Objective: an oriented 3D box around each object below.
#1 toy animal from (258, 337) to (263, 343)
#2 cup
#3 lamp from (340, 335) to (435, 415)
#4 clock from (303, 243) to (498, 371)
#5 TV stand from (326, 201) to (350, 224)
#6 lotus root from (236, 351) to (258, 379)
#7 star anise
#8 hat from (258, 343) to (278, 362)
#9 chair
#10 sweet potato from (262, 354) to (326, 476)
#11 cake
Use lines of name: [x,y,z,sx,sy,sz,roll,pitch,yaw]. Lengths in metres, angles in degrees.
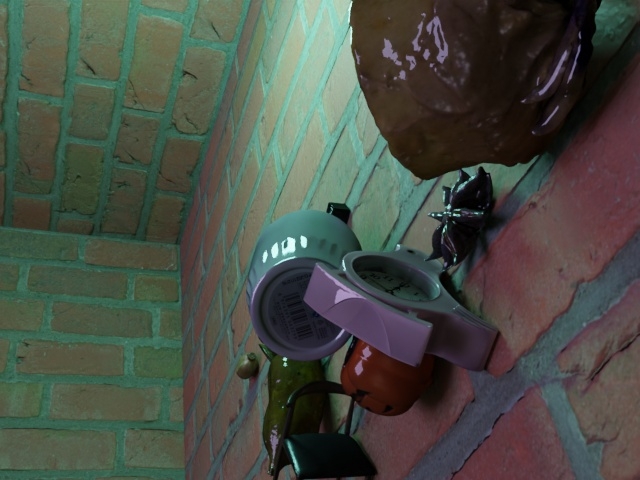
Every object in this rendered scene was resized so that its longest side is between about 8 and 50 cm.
toy animal: [-0.111,0.130,2.073,0.168,0.106,0.343,156,122,-68]
cup: [-0.026,0.090,1.496,0.371,0.253,0.253,-92,13,-77]
lamp: [0.128,0.219,1.293,0.188,0.164,0.187,-64,3,6]
clock: [0.164,0.109,1.215,0.290,0.275,0.080,31,116,29]
TV stand: [0.017,0.031,1.821,0.040,0.049,0.256,-124,45,-60]
lotus root: [-0.243,0.419,2.408,0.150,0.062,0.073,120,158,-48]
star anise: [0.234,-0.030,1.206,0.180,0.061,0.204,-99,27,-67]
hat: [-0.109,0.334,2.070,0.146,0.067,0.146,51,169,14]
chair: [0.008,0.453,1.521,0.166,0.188,0.272,-134,50,-65]
sweet potato: [-0.061,0.399,1.736,0.370,0.157,0.158,-89,17,-45]
cake: [0.241,-0.272,1.026,0.321,0.332,0.332,-14,65,29]
